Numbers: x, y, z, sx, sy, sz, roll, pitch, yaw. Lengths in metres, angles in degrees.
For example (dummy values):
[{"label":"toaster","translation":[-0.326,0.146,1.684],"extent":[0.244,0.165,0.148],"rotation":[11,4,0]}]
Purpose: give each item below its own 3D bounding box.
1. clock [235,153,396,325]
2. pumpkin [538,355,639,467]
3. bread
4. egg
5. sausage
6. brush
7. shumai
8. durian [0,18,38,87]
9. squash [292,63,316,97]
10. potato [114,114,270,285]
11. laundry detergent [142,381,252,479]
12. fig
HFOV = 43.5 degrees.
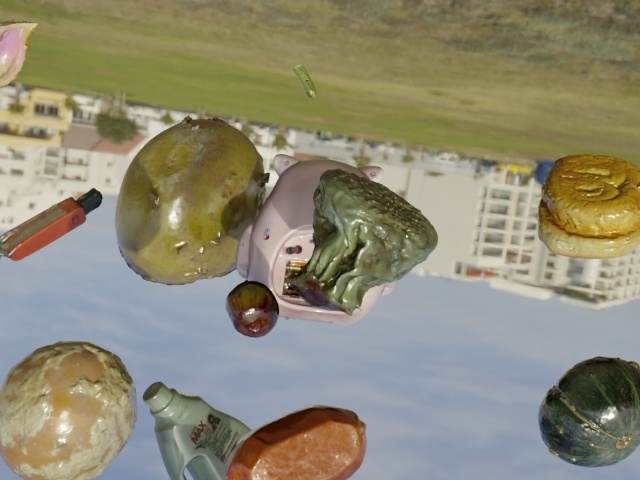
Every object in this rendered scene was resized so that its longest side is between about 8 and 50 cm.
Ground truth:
[{"label":"clock","translation":[0.000,0.000,1.804],"extent":[0.368,0.376,0.250],"rotation":[7,176,-3]},{"label":"pumpkin","translation":[0.436,0.270,1.266],"extent":[0.190,0.190,0.146],"rotation":[5,-136,-24]},{"label":"bread","translation":[0.508,-0.064,1.490],"extent":[0.198,0.120,0.236],"rotation":[6,-135,20]},{"label":"egg","translation":[-0.375,0.254,1.172],"extent":[0.203,0.245,0.203],"rotation":[27,-150,-17]},{"label":"sausage","translation":[-0.041,0.387,1.438],"extent":[0.268,0.153,0.141],"rotation":[-21,180,-15]},{"label":"brush","translation":[-0.614,-0.016,1.748],"extent":[0.323,0.051,0.070],"rotation":[-34,164,-24]},{"label":"shumai","translation":[0.062,0.012,1.385],"extent":[0.225,0.222,0.261],"rotation":[43,-156,29]},{"label":"durian","translation":[-0.670,-0.382,1.579],"extent":[0.165,0.182,0.132],"rotation":[29,141,-14]},{"label":"squash","translation":[-0.035,-0.378,1.915],"extent":[0.027,0.083,0.027],"rotation":[-30,-177,1]},{"label":"potato","translation":[-0.316,-0.118,2.052],"extent":[0.385,0.442,0.319],"rotation":[23,152,-2]},{"label":"laundry detergent","translation":[-0.318,0.527,2.076],"extent":[0.125,0.264,0.397],"rotation":[-9,128,42]},{"label":"fig","translation":[-0.136,0.120,1.569],"extent":[0.103,0.109,0.154],"rotation":[-2,-142,-15]}]
